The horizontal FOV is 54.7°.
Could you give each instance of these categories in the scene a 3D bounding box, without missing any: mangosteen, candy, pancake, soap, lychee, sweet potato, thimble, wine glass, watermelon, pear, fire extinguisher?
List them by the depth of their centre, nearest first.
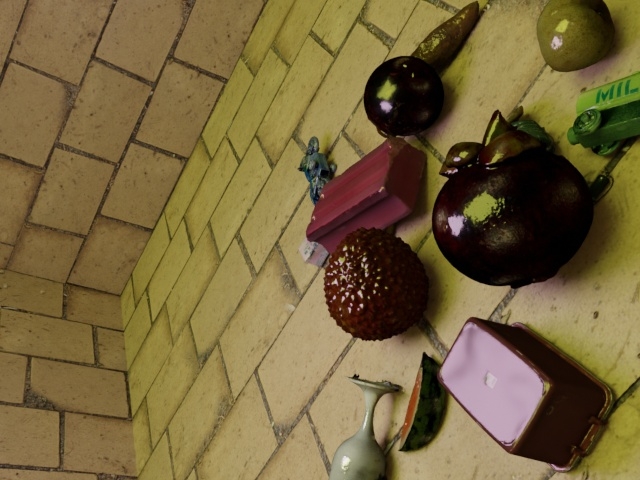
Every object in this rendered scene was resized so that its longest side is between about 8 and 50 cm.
[{"bbox_3d":[0.365,-0.080,1.226,0.307,0.306,0.347,-22,83,51],"label":"mangosteen"},{"bbox_3d":[0.553,-0.104,1.232,0.038,0.025,0.083,36,109,19],"label":"fire extinguisher"},{"bbox_3d":[0.538,-0.441,1.303,0.136,0.167,0.167,-24,54,47],"label":"pear"},{"bbox_3d":[0.440,-0.196,1.367,0.135,0.118,0.090,-52,37,32],"label":"thimble"},{"bbox_3d":[0.415,-0.250,1.444,0.028,0.158,0.158,43,120,9],"label":"pancake"},{"bbox_3d":[0.234,0.387,1.448,0.119,0.063,0.245,-172,95,-77],"label":"watermelon"},{"bbox_3d":[0.102,0.495,1.514,0.143,0.143,0.321,-2,75,57],"label":"wine glass"},{"bbox_3d":[0.134,0.112,1.551,0.275,0.304,0.276,-18,32,12],"label":"lychee"},{"bbox_3d":[0.227,-0.382,1.732,0.265,0.228,0.228,103,167,-58],"label":"mangosteen"},{"bbox_3d":[0.320,-0.542,1.767,0.341,0.092,0.114,-38,28,41],"label":"sweet potato"},{"bbox_3d":[0.123,-0.126,1.769,0.359,0.128,0.233,-31,32,47],"label":"soap"},{"bbox_3d":[0.000,0.000,2.001,0.160,0.073,0.092,-60,28,20],"label":"candy"}]

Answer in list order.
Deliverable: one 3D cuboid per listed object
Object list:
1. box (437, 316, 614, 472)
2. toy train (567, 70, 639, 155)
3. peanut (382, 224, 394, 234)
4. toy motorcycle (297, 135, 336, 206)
[{"bbox_3d":[0.373,0.277,1.176,0.193,0.167,0.294,-63,32,10],"label":"box"},{"bbox_3d":[0.598,-0.260,1.182,0.253,0.105,0.157,-14,49,53],"label":"toy train"},{"bbox_3d":[0.177,-0.016,1.751,0.054,0.054,0.113,-2,70,57],"label":"peanut"},{"bbox_3d":[-0.019,-0.234,2.144,0.135,0.092,0.255,-51,45,45],"label":"toy motorcycle"}]
